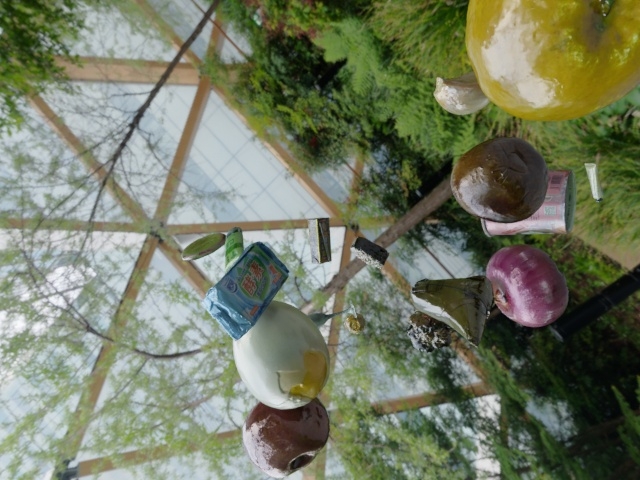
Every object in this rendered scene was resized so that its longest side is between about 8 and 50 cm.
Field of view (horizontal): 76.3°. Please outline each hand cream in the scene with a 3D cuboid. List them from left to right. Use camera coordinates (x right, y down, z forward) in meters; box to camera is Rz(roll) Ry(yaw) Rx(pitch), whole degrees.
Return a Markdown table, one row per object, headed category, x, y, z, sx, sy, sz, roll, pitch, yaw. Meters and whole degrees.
| category | x | y | z | sx | sy | sz | roll | pitch | yaw |
| --- | --- | --- | --- | --- | --- | --- | --- | --- | --- |
| hand cream | -0.277 | 0.026 | 1.308 | 0.046 | 0.095 | 0.175 | 38 | -155 | -34 |
| hand cream | 0.683 | -0.145 | 1.013 | 0.035 | 0.022 | 0.102 | -114 | 1 | -78 |

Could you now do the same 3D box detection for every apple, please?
| category | x | y | z | sx | sy | sz | roll | pitch | yaw |
| --- | --- | --- | --- | --- | --- | --- | --- | --- | --- |
| apple | -0.113 | 0.649 | 1.379 | 0.305 | 0.306 | 0.235 | 31 | -165 | -51 |

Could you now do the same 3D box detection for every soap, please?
| category | x | y | z | sx | sy | sz | roll | pitch | yaw |
| --- | --- | --- | --- | --- | --- | --- | --- | --- | --- |
| soap | -0.199 | 0.125 | 1.144 | 0.156 | 0.077 | 0.293 | 46 | -144 | -10 |

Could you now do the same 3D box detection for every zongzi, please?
| category | x | y | z | sx | sy | sz | roll | pitch | yaw |
| --- | --- | --- | --- | --- | --- | --- | --- | --- | --- |
| zongzi | 0.361 | 0.216 | 1.199 | 0.289 | 0.260 | 0.123 | -43 | -61 | -47 |

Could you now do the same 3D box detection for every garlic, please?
| category | x | y | z | sx | sy | sz | roll | pitch | yaw |
| --- | --- | --- | --- | --- | --- | --- | --- | --- | --- |
| garlic | 0.506 | -0.515 | 1.363 | 0.164 | 0.244 | 0.145 | 61 | 170 | 3 |

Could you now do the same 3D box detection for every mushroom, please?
| category | x | y | z | sx | sy | sz | roll | pitch | yaw |
| --- | --- | --- | --- | --- | --- | --- | --- | --- | --- |
| mushroom | 0.421 | -0.144 | 0.928 | 0.194 | 0.231 | 0.138 | 53 | 161 | 27 |

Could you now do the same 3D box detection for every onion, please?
| category | x | y | z | sx | sy | sz | roll | pitch | yaw |
| --- | --- | --- | --- | --- | --- | --- | --- | --- | --- |
| onion | 0.843 | 0.189 | 1.723 | 0.344 | 0.358 | 0.358 | 3 | -149 | -18 |

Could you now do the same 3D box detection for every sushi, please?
| category | x | y | z | sx | sy | sz | roll | pitch | yaw |
| --- | --- | --- | --- | --- | --- | --- | --- | --- | --- |
| sushi | 0.194 | 0.047 | 1.612 | 0.150 | 0.078 | 0.090 | 32 | 165 | 0 |
| sushi | 0.546 | 0.420 | 2.035 | 0.225 | 0.238 | 0.219 | 33 | 153 | 39 |

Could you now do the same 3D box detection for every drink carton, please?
| category | x | y | z | sx | sy | sz | roll | pitch | yaw |
| --- | --- | --- | --- | --- | --- | --- | --- | --- | --- |
| drink carton | 0.000 | 0.000 | 1.492 | 0.071 | 0.056 | 0.166 | -11 | -81 | -45 |

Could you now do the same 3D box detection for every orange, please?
| category | x | y | z | sx | sy | sz | roll | pitch | yaw |
| --- | --- | --- | --- | --- | --- | --- | --- | --- | --- |
| orange | 0.353 | -0.315 | 0.597 | 0.279 | 0.279 | 0.235 | 44 | -163 | -13 |

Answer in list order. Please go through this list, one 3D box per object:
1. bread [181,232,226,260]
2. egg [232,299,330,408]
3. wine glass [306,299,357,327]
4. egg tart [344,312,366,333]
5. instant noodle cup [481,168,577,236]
| category | x | y | z | sx | sy | sz | roll | pitch | yaw |
| --- | --- | --- | --- | --- | --- | --- | --- | --- | --- |
| bread | -0.538 | 0.022 | 1.883 | 0.228 | 0.228 | 0.034 | -101 | -6 | -67 |
| egg | -0.128 | 0.341 | 1.268 | 0.345 | 0.283 | 0.283 | 64 | -170 | -9 |
| wine glass | 0.036 | 0.402 | 1.979 | 0.264 | 0.309 | 0.096 | -140 | 34 | -80 |
| egg tart | 0.204 | 0.491 | 2.399 | 0.129 | 0.129 | 0.049 | 48 | -172 | 1 |
| instant noodle cup | 0.654 | -0.125 | 1.277 | 0.231 | 0.243 | 0.243 | 5 | 161 | 39 |
